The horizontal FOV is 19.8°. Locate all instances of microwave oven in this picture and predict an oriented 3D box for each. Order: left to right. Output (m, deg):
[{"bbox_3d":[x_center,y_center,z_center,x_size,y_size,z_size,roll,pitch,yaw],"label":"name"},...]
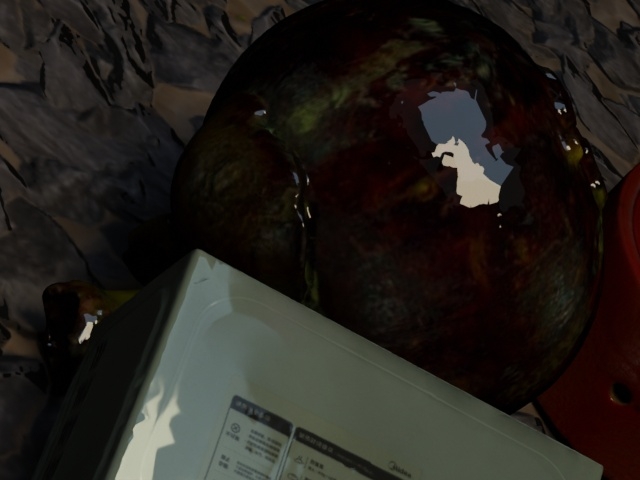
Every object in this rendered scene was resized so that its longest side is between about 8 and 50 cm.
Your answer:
[{"bbox_3d":[-0.010,0.124,0.766,0.208,0.122,0.162,30,58,-17],"label":"microwave oven"}]

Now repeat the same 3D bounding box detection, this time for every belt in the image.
[{"bbox_3d":[0.265,0.055,1.142,0.324,0.115,0.227,-5,55,-47],"label":"belt"}]

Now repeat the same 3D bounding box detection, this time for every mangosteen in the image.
[{"bbox_3d":[0.000,0.000,0.900,0.289,0.231,0.231,-18,57,-8],"label":"mangosteen"}]
